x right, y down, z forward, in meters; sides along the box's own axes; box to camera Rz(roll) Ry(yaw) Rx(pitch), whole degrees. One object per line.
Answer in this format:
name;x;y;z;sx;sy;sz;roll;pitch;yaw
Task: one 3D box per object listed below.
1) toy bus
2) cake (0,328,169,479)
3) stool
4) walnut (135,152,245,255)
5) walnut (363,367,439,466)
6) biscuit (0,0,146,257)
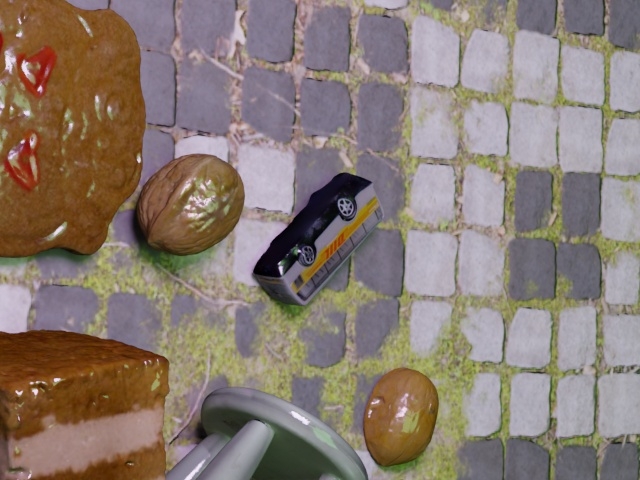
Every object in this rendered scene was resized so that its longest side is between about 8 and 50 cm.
toy bus;0.000;0.000;2.172;0.172;0.057;0.072;-48;126;-29
cake;-0.267;0.240;1.867;0.196;0.198;0.293;-10;102;-46
stool;-0.076;0.279;2.003;0.195;0.195;0.199;40;60;-14
walnut;-0.136;-0.036;2.035;0.124;0.105;0.105;-49;117;-28
walnut;0.101;0.202;2.249;0.091;0.052;0.121;29;69;-31
biscuit;-0.284;-0.115;1.953;0.257;0.049;0.273;11;83;-39
